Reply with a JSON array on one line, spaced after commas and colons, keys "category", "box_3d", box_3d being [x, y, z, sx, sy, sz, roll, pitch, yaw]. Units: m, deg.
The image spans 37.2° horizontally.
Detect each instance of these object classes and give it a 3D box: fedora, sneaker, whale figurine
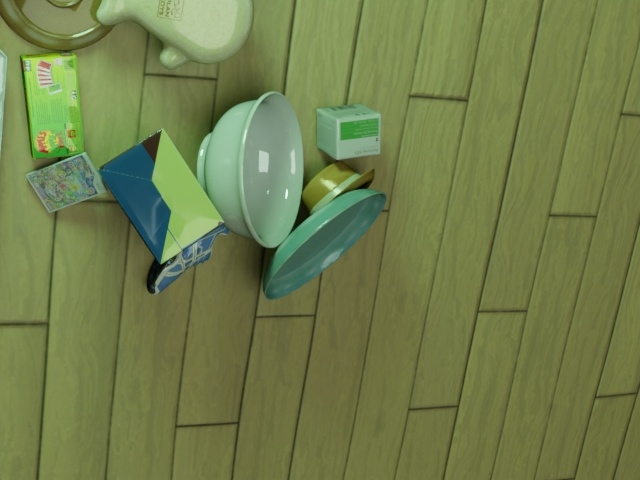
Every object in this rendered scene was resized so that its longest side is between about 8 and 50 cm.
[{"category": "fedora", "box_3d": [0.021, -0.100, 1.942, 0.194, 0.194, 0.079, -39, 83, -7]}, {"category": "sneaker", "box_3d": [-0.264, 0.029, 1.881, 0.081, 0.080, 0.211, 38, 92, -27]}, {"category": "whale figurine", "box_3d": [-0.257, -0.415, 1.696, 0.272, 0.141, 0.216, 6, 106, -13]}]

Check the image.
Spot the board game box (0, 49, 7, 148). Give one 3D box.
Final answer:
[{"category": "board game box", "box_3d": [-0.749, -0.155, 1.610, 0.390, 0.050, 0.389, 2, 108, -25]}]

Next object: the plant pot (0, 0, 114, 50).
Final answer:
[{"category": "plant pot", "box_3d": [-0.448, -0.445, 1.649, 0.236, 0.032, 0.236, -8, 112, -21]}]

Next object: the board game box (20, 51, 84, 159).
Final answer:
[{"category": "board game box", "box_3d": [-0.479, -0.242, 1.704, 0.092, 0.043, 0.181, -8, 112, -21]}]

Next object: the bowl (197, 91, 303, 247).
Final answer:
[{"category": "bowl", "box_3d": [-0.144, -0.134, 1.806, 0.134, 0.298, 0.297, 2, 114, 20]}]

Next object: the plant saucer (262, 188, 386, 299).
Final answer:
[{"category": "plant saucer", "box_3d": [0.000, 0.000, 1.910, 0.318, 0.317, 0.043, -40, 77, -6]}]

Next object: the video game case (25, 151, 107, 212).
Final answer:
[{"category": "video game case", "box_3d": [-0.466, -0.106, 1.749, 0.122, 0.011, 0.087, -19, 121, 10]}]

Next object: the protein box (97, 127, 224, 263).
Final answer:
[{"category": "protein box", "box_3d": [-0.291, -0.076, 1.727, 0.136, 0.201, 0.199, -34, 96, -9]}]

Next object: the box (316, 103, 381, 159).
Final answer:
[{"category": "box", "box_3d": [0.056, -0.220, 1.920, 0.101, 0.102, 0.087, -10, 115, -22]}]
